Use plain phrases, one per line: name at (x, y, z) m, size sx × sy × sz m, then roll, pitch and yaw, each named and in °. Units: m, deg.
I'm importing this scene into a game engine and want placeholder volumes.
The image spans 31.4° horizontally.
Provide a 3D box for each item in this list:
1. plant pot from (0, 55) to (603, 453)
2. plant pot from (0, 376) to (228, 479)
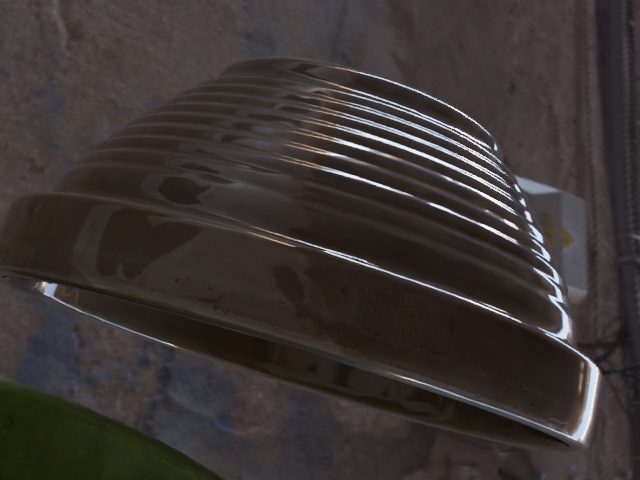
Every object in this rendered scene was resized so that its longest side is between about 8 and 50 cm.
plant pot at (0.000, 0.000, 0.451) m, size 0.237 × 0.237 × 0.110 m, roll 7°, pitch -103°, yaw 43°
plant pot at (-0.146, 0.205, 0.358) m, size 0.276 × 0.276 × 0.254 m, roll 32°, pitch -79°, yaw 42°
